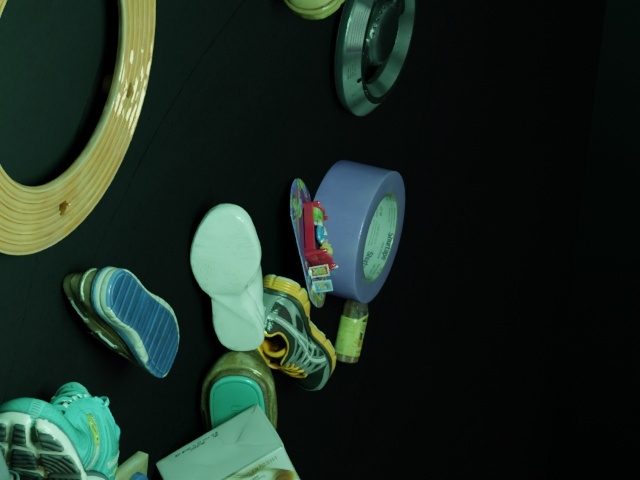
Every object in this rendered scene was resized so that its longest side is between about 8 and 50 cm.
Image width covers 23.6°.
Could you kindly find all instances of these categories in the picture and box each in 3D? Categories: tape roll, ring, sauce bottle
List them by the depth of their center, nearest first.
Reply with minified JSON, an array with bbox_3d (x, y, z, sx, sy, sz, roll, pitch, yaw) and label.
[{"bbox_3d":[-0.233,-0.153,1.304,0.336,0.032,0.336,15,90,-70],"label":"ring"},{"bbox_3d":[0.048,-0.012,2.115,0.189,0.080,0.189,15,90,-70],"label":"tape roll"},{"bbox_3d":[0.049,0.117,2.269,0.042,0.042,0.128,-15,118,-68],"label":"sauce bottle"}]

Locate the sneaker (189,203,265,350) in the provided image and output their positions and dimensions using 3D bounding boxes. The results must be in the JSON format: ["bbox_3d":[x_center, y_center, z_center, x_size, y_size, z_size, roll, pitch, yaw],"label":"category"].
[{"bbox_3d":[-0.101,0.025,1.762,0.094,0.080,0.212,-81,171,-46],"label":"sneaker"}]

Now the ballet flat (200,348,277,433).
[{"bbox_3d":[-0.100,0.274,1.901,0.124,0.116,0.342,-81,171,-63],"label":"ballet flat"}]

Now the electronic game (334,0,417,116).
[{"bbox_3d":[0.073,-0.279,2.043,0.229,0.048,0.229,16,90,-70],"label":"electronic game"}]

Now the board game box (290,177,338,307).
[{"bbox_3d":[0.000,0.000,1.961,0.133,0.033,0.169,-60,139,-72],"label":"board game box"}]

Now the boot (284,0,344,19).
[{"bbox_3d":[-0.025,-0.400,1.640,0.269,0.089,0.236,54,42,-66],"label":"boot"}]

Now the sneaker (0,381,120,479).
[{"bbox_3d":[-0.246,0.183,1.424,0.275,0.107,0.110,79,23,-71],"label":"sneaker"}]

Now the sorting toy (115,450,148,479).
[{"bbox_3d":[-0.218,0.320,1.657,0.274,0.046,0.132,-34,135,-62],"label":"sorting toy"}]

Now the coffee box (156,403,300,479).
[{"bbox_3d":[-0.074,0.336,1.801,0.141,0.098,0.246,-30,124,-7],"label":"coffee box"}]

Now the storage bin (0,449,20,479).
[{"bbox_3d":[-0.311,0.198,1.255,0.135,0.098,0.091,-49,137,-53],"label":"storage bin"}]

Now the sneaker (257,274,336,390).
[{"bbox_3d":[-0.044,0.135,1.971,0.083,0.084,0.215,-64,147,-31],"label":"sneaker"}]

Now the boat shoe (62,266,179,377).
[{"bbox_3d":[-0.196,0.075,1.512,0.183,0.066,0.066,65,41,-53],"label":"boat shoe"}]
